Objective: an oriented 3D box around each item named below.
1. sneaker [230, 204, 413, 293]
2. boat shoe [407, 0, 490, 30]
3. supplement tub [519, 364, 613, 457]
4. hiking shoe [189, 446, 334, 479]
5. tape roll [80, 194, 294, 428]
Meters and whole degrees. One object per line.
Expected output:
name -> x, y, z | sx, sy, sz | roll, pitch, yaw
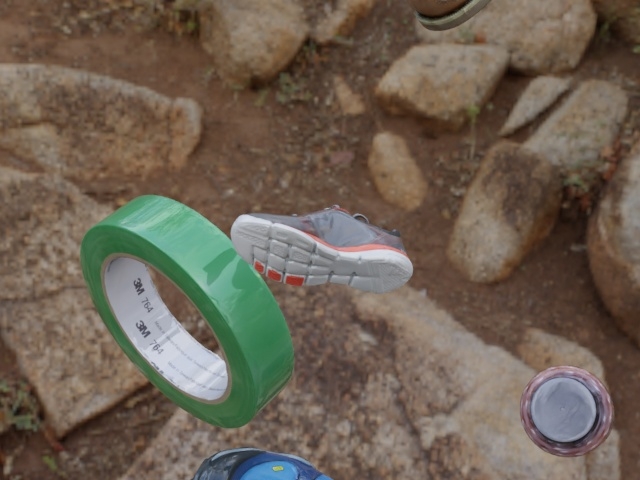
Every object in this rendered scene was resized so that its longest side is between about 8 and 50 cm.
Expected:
sneaker -> 0.000, 0.000, 0.836 | 0.158, 0.061, 0.065 | 15, 44, -16
boat shoe -> 0.153, -0.339, 0.892 | 0.110, 0.307, 0.104 | 19, -14, 46
supplement tub -> 0.289, 0.200, 1.153 | 0.106, 0.106, 0.198 | 13, -7, 20
hiking shoe -> 0.026, 0.247, 0.841 | 0.304, 0.113, 0.132 | 30, -33, -34
tape roll -> -0.178, 0.096, 1.284 | 0.321, 0.321, 0.077 | 21, 47, 36
